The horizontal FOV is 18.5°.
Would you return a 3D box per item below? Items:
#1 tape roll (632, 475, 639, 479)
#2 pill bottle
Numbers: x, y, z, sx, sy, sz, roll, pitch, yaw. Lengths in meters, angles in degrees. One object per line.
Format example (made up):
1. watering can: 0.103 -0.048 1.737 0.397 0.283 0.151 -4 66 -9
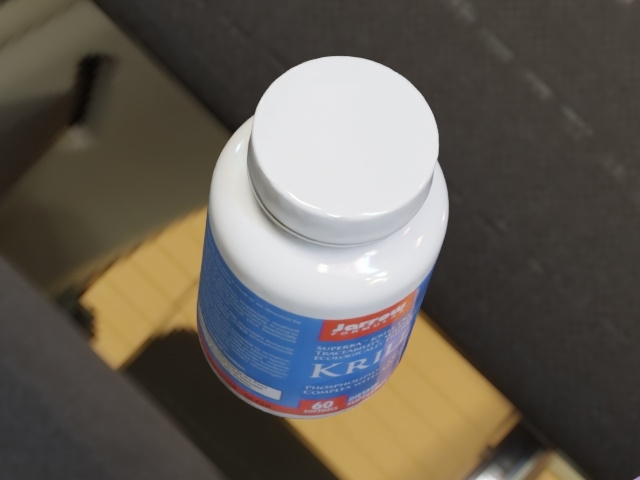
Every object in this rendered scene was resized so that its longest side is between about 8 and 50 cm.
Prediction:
1. tape roll: 0.245 0.220 1.173 0.189 0.189 0.080 50 19 -32
2. pill bottle: 0.000 0.000 1.032 0.124 0.124 0.221 42 -23 14
